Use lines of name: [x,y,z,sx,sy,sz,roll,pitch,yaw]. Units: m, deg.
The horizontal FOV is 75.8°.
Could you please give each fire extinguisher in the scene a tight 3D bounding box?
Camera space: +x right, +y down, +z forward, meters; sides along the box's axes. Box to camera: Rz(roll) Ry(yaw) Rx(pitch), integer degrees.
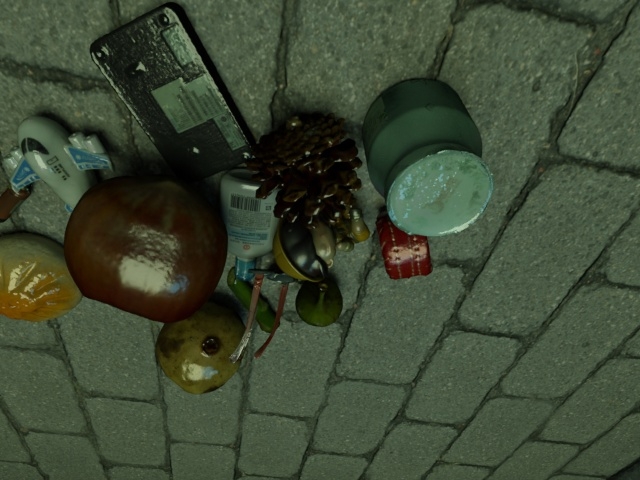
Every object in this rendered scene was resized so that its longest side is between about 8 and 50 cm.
fire extinguisher: [-0.795,-0.112,1.061,0.177,0.050,0.062,-33,84,22]

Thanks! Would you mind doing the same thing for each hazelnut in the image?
hazelnut: [-0.406,0.016,0.988,0.364,0.366,0.366,0,129,0]

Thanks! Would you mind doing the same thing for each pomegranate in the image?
pomegranate: [-0.366,0.326,1.272,0.280,0.281,0.282,0,129,0]

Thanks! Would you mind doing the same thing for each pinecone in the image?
pinecone: [-0.021,-0.144,0.912,0.263,0.264,0.264,0,129,0]

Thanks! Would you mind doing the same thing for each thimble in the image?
thimble: [0.224,0.013,1.090,0.124,0.163,0.190,-12,128,11]

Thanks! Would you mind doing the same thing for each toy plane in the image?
toy plane: [-0.609,-0.163,0.974,0.266,0.123,0.267,0,126,0]

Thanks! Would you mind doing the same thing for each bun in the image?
bun: [-0.844,0.130,1.180,0.298,0.165,0.299,0,131,-1]

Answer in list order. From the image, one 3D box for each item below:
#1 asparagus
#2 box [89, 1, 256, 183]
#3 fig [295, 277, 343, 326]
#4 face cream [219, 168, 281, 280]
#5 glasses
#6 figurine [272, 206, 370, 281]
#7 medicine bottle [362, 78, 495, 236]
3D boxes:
asparagus: [-0.214,0.196,1.302,0.067,0.060,0.278,-16,127,25]
box: [-0.307,-0.301,0.903,0.211,0.058,0.350,-19,127,14]
fig: [0.011,0.173,1.166,0.151,0.152,0.259,13,169,-11]
face cream: [-0.191,-0.029,1.107,0.162,0.080,0.337,7,129,-7]
glasses: [-0.143,0.207,1.153,0.117,0.269,0.234,7,170,13]
figurine: [0.001,0.003,1.073,0.256,0.193,0.167,-19,146,2]
medicine bottle: [0.218,-0.171,0.860,0.244,0.290,0.245,0,129,0]
